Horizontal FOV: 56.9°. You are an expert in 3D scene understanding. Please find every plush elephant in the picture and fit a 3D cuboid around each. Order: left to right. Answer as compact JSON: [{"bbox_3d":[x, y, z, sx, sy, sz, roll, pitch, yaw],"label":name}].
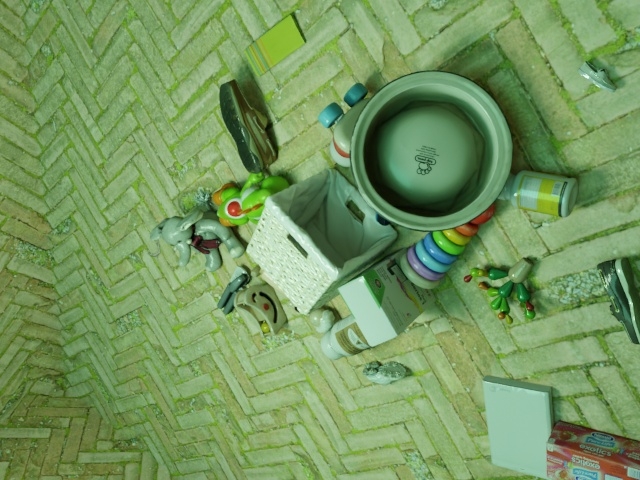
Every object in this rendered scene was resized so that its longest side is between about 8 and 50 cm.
[{"bbox_3d":[-0.497,-0.015,2.300,0.272,0.255,0.330,-16,97,48],"label":"plush elephant"}]

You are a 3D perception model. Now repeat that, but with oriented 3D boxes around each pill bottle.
[{"bbox_3d":[0.112,0.325,2.038,0.229,0.131,0.131,-36,85,36],"label":"pill bottle"},{"bbox_3d":[0.555,-0.126,1.520,0.184,0.103,0.103,16,118,34],"label":"pill bottle"}]

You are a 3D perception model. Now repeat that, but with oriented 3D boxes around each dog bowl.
[{"bbox_3d":[0.282,-0.225,1.553,0.408,0.150,0.407,0,91,5],"label":"dog bowl"}]

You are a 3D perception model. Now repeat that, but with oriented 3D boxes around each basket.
[{"bbox_3d":[0.000,0.000,1.880,0.328,0.331,0.266,47,136,13],"label":"basket"}]

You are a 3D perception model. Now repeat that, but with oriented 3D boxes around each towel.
[{"bbox_3d":[-0.149,-0.631,1.926,0.237,0.021,0.102,-21,100,41],"label":"towel"}]

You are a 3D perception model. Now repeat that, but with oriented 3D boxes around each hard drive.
[{"bbox_3d":[0.615,0.576,1.820,0.203,0.040,0.307,2,111,38],"label":"hard drive"}]

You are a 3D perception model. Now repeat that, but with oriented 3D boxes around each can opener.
[{"bbox_3d":[-0.365,0.208,2.419,0.074,0.093,0.280,45,135,13],"label":"can opener"}]

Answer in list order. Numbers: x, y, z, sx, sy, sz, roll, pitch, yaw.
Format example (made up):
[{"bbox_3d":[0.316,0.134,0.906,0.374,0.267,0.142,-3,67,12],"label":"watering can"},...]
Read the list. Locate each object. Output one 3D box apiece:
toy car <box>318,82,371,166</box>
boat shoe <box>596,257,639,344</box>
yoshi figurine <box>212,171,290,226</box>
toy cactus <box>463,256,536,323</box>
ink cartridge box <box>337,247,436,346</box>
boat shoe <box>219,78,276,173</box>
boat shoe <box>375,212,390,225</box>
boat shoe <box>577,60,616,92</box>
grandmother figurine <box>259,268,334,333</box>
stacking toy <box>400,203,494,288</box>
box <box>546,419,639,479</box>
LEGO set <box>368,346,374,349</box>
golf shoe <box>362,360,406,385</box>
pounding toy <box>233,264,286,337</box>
[{"bbox_3d":[0.108,-0.305,1.782,0.219,0.210,0.238,47,159,3],"label":"toy car"},{"bbox_3d":[0.766,0.157,1.494,0.069,0.081,0.227,-17,91,45],"label":"boat shoe"},{"bbox_3d":[-0.230,-0.148,2.133,0.362,0.204,0.203,-2,67,54],"label":"yoshi figurine"},{"bbox_3d":[0.526,0.125,1.666,0.219,0.112,0.180,44,121,27],"label":"toy cactus"},{"bbox_3d":[0.210,0.165,1.808,0.117,0.278,0.201,-32,88,39],"label":"ink cartridge box"},{"bbox_3d":[-0.247,-0.396,2.039,0.123,0.120,0.324,8,122,56],"label":"boat shoe"},{"bbox_3d":[0.239,-0.144,1.766,0.089,0.109,0.258,32,128,20],"label":"boat shoe"},{"bbox_3d":[0.651,-0.384,1.379,0.100,0.035,0.035,46,133,23],"label":"boat shoe"},{"bbox_3d":[-0.080,0.204,2.167,0.342,0.104,0.208,45,156,13],"label":"grandmother figurine"},{"bbox_3d":[0.372,-0.010,1.706,0.141,0.141,0.330,45,126,14],"label":"stacking toy"},{"bbox_3d":[0.776,0.619,1.651,0.257,0.123,0.128,6,112,37],"label":"box"},{"bbox_3d":[0.178,0.356,2.091,0.083,0.023,0.054,-42,83,28],"label":"LEGO set"},{"bbox_3d":[0.235,0.474,2.078,0.176,0.069,0.086,-4,126,43],"label":"golf shoe"},{"bbox_3d":[-0.220,0.237,2.265,0.155,0.154,0.269,-21,95,42],"label":"pounding toy"}]
